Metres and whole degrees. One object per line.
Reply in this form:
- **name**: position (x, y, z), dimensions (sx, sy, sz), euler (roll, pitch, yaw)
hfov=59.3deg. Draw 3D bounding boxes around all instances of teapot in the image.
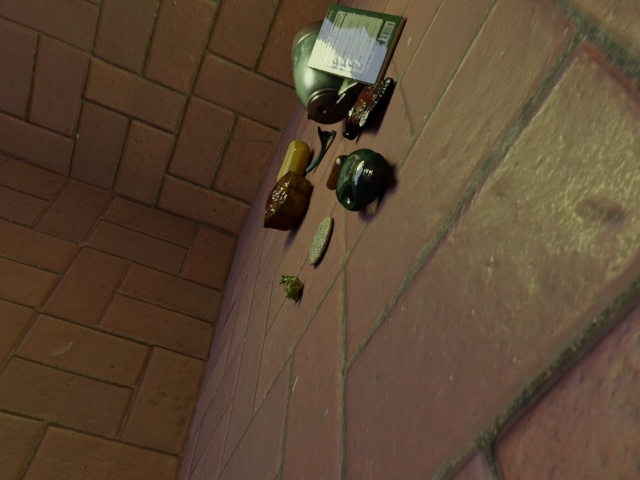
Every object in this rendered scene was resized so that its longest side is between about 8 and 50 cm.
- **teapot**: position (0.054, -0.536, 1.803), dimensions (0.315, 0.233, 0.312), euler (-29, 52, 39)

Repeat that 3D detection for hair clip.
- **hair clip**: position (-0.006, -0.320, 2.055), dimensions (0.229, 0.070, 0.039), euler (113, 166, -51)

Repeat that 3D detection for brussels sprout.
- **brussels sprout**: position (-0.080, 0.138, 1.621), dimensions (0.085, 0.058, 0.085), euler (166, 90, -68)

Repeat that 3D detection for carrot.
- **carrot**: position (0.052, -0.188, 1.580), dimensions (0.161, 0.055, 0.055), euler (121, 165, -68)

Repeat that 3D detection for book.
- **book**: position (0.097, -0.571, 1.635), dimensions (0.264, 0.027, 0.202), euler (26, 99, 33)

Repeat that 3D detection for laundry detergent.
- **laundry detergent**: position (0.095, -0.129, 1.233), dimensions (0.222, 0.078, 0.144), euler (-136, 65, -74)

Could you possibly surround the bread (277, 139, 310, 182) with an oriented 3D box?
- **bread**: position (-0.106, -0.306, 2.337), dimensions (0.147, 0.098, 0.217), euler (-96, 26, -62)

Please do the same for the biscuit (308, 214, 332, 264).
- **biscuit**: position (0.000, 0.000, 1.565), dimensions (0.152, 0.020, 0.152), euler (-159, 90, -79)

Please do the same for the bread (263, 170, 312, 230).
- **bread**: position (-0.124, -0.149, 2.071), dimensions (0.247, 0.135, 0.232), euler (140, 148, -67)

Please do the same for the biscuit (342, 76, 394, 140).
- **biscuit**: position (0.119, -0.355, 1.522), dimensions (0.151, 0.063, 0.235), euler (-59, 7, -2)
